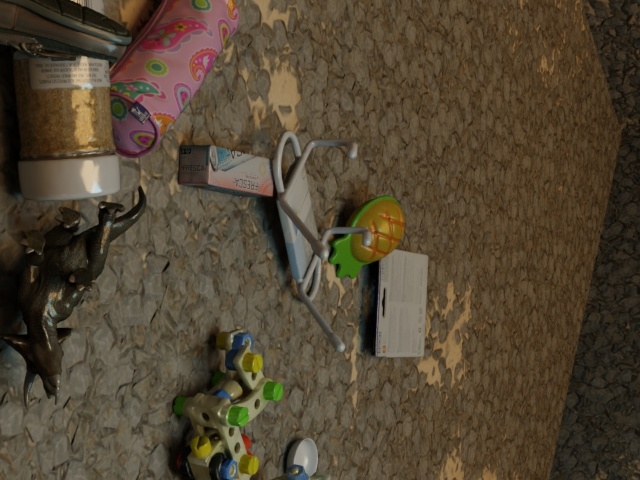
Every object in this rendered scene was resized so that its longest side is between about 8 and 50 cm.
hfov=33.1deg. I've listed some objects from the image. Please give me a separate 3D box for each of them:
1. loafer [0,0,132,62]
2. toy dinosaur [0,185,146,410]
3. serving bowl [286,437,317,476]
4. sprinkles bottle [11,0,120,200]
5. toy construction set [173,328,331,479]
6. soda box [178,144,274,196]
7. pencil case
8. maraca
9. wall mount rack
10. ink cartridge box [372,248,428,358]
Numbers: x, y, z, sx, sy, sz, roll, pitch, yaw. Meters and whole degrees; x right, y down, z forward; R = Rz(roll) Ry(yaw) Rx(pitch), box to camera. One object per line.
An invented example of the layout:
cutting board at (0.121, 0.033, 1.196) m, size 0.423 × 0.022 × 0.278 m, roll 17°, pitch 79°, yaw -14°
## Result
loafer at (-0.346, -0.241, 1.183) m, size 0.267 × 0.096 × 0.084 m, roll 17°, pitch 110°, yaw -21°
toy dinosaur at (-0.315, 0.035, 1.325) m, size 0.121 × 0.160 × 0.313 m, roll 25°, pitch 46°, yaw -12°
serving bowl at (-0.037, 0.390, 1.899) m, size 0.083 × 0.027 × 0.083 m, roll -5°, pitch 95°, yaw -61°
sprinkles bottle at (-0.315, -0.228, 1.298) m, size 0.121 × 0.121 × 0.355 m, roll -15°, pitch 104°, yaw -59°
toy construction set at (-0.114, 0.320, 1.661) m, size 0.215 × 0.151 × 0.327 m, roll -53°, pitch 123°, yaw -46°
soda box at (-0.142, -0.106, 1.668) m, size 0.183 × 0.058 × 0.063 m, roll 7°, pitch 85°, yaw -61°
pencil case at (-0.216, -0.244, 1.475) m, size 0.284 × 0.124 × 0.124 m, roll -62°, pitch 141°, yaw -36°
maraca at (0.088, -0.006, 2.043) m, size 0.186 × 0.099 × 0.127 m, roll -44°, pitch 131°, yaw -17°
wall mount rack at (0.000, 0.000, 1.786) m, size 0.304 × 0.130 × 0.350 m, roll -69°, pitch 156°, yaw -46°
ink cartridge box at (0.151, 0.129, 2.201) m, size 0.224 × 0.045 × 0.223 m, roll 11°, pitch 81°, yaw -59°
